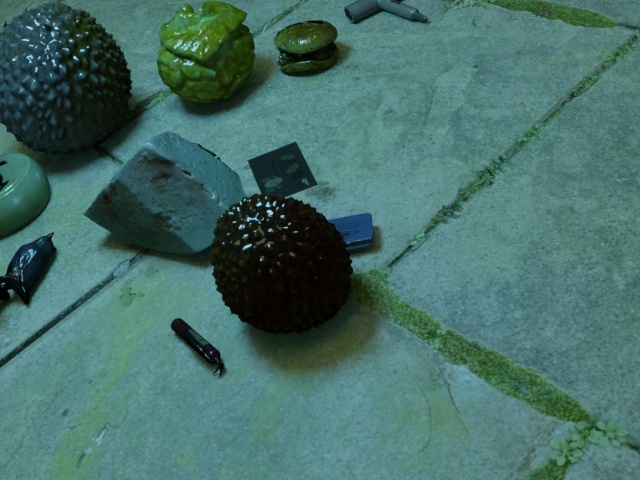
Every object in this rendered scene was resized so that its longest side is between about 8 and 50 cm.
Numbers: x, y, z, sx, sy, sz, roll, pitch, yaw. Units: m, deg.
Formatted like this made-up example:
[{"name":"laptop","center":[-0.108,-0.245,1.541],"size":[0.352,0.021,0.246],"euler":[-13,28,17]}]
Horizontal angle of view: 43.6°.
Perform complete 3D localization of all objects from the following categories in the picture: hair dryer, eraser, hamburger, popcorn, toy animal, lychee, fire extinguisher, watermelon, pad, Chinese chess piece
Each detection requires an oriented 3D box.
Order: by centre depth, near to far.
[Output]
[{"name":"lychee","center":[-0.076,0.035,1.472],"size":[0.267,0.267,0.267],"euler":[-10,42,10]},{"name":"fire extinguisher","center":[-0.233,0.193,1.514],"size":[0.035,0.049,0.173],"euler":[-33,43,-26]},{"name":"eraser","center":[0.000,0.000,1.641],"size":[0.225,0.036,0.082],"euler":[-10,44,9]},{"name":"watermelon","center":[-0.336,-0.122,1.730],"size":[0.387,0.258,0.228],"euler":[8,50,22]},{"name":"toy animal","center":[-0.650,0.064,1.777],"size":[0.117,0.121,0.210],"euler":[32,54,20]},{"name":"pad","center":[-0.092,-0.161,1.871],"size":[0.127,0.004,0.190],"euler":[-22,41,-3]},{"name":"Chinese chess piece","center":[-0.810,-0.115,2.017],"size":[0.250,0.101,0.250],"euler":[-11,41,10]},{"name":"lychee","center":[-0.676,-0.418,2.093],"size":[0.380,0.432,0.380],"euler":[7,64,-15]},{"name":"popcorn","center":[-0.309,-0.491,2.117],"size":[0.247,0.282,0.282],"euler":[17,52,18]},{"name":"hamburger","center":[-0.043,-0.532,2.167],"size":[0.177,0.113,0.185],"euler":[-31,44,-12]},{"name":"hair dryer","center":[0.200,-0.639,2.249],"size":[0.195,0.053,0.220],"euler":[-29,49,-10]}]
